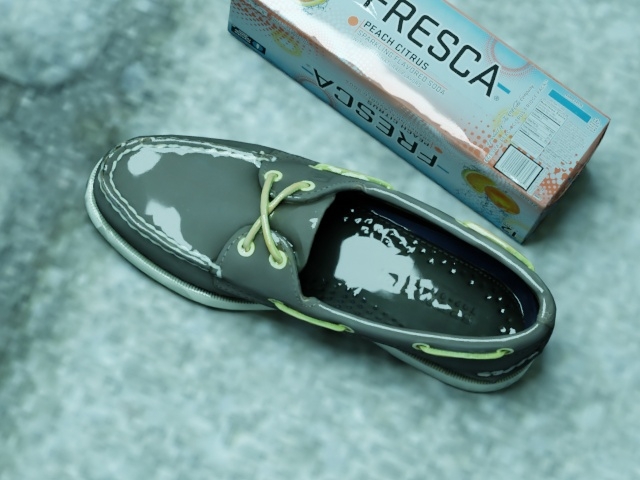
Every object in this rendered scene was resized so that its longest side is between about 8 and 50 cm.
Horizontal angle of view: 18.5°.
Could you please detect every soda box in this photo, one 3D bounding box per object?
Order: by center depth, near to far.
[{"bbox_3d":[0.045,-0.079,0.936,0.183,0.063,0.058,37,73,5],"label":"soda box"}]

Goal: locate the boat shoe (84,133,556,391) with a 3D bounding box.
[{"bbox_3d":[0.000,0.000,0.904,0.228,0.068,0.081,20,72,1],"label":"boat shoe"}]
